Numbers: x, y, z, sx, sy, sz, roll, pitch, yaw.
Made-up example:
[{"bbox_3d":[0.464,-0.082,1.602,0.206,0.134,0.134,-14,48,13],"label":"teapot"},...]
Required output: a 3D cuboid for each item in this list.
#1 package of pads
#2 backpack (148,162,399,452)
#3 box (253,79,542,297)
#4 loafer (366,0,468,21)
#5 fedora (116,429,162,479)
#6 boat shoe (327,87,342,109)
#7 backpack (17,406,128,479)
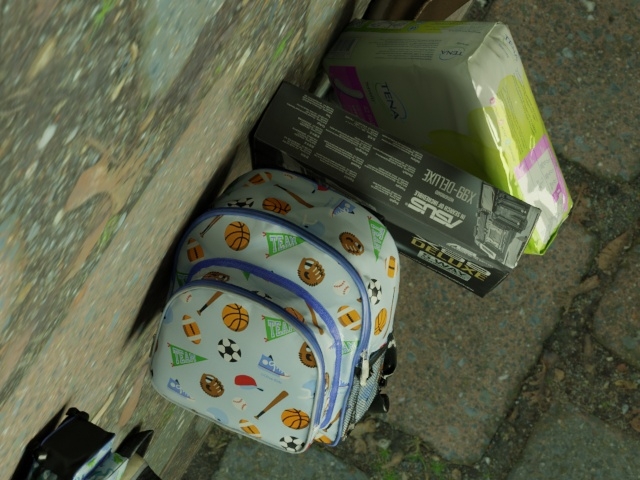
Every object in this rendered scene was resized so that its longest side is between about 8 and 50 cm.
[{"bbox_3d":[0.156,-0.122,1.850,0.101,0.229,0.296,-51,130,-32],"label":"package of pads"},{"bbox_3d":[-0.048,0.067,1.611,0.213,0.277,0.263,-56,163,-59],"label":"backpack"},{"bbox_3d":[0.078,-0.051,1.726,0.076,0.307,0.242,-62,178,-8],"label":"box"},{"bbox_3d":[0.170,-0.350,1.959,0.366,0.130,0.134,-61,176,34],"label":"loafer"},{"bbox_3d":[-0.271,0.431,2.203,0.334,0.152,0.334,-59,177,-5],"label":"fedora"},{"bbox_3d":[0.113,-0.206,2.175,0.116,0.123,0.324,-22,-167,22],"label":"boat shoe"},{"bbox_3d":[-0.242,0.234,1.470,0.114,0.084,0.105,-58,175,25],"label":"backpack"}]
